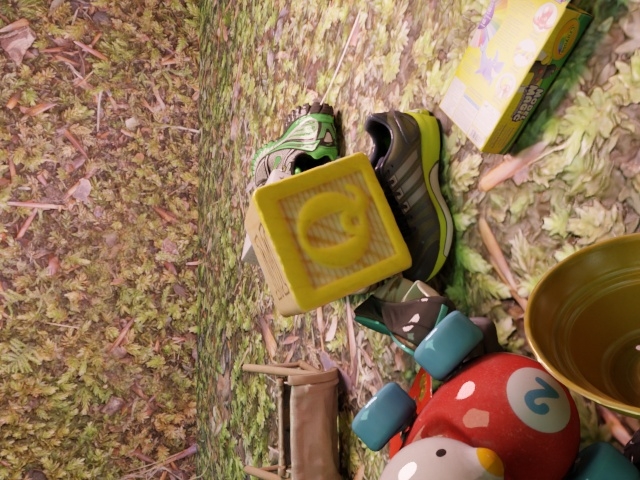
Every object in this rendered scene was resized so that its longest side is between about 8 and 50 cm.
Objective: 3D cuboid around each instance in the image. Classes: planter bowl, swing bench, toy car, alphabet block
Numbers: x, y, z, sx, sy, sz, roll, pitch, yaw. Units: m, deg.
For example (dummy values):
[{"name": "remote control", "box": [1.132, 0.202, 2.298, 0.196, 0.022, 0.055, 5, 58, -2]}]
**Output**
[{"name": "planter bowl", "box": [0.300, 0.090, 0.444, 0.217, 0.217, 0.090, 35, 155, 60]}, {"name": "swing bench", "box": [-0.049, 0.404, 1.122, 0.254, 0.165, 0.253, -10, 79, 58]}, {"name": "toy car", "box": [0.127, 0.206, 0.443, 0.219, 0.238, 0.210, 43, 106, 20]}, {"name": "alphabet block", "box": [0.000, 0.000, 0.821, 0.193, 0.192, 0.197, 66, 165, 5]}]

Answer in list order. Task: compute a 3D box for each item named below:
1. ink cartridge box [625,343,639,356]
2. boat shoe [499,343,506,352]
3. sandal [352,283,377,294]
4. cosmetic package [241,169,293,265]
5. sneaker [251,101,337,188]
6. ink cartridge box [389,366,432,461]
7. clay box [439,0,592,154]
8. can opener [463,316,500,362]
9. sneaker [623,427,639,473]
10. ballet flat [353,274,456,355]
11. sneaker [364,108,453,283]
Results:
[{"name": "ink cartridge box", "box": [0.329, 0.135, 0.503, 0.083, 0.028, 0.048, -149, 64, -61]}, {"name": "boat shoe", "box": [0.209, 0.157, 0.692, 0.223, 0.080, 0.073, -141, 51, -64]}, {"name": "sandal", "box": [0.033, 0.062, 1.053, 0.303, 0.086, 0.120, -35, 57, 59]}, {"name": "cosmetic package", "box": [-0.077, -0.035, 1.178, 0.184, 0.151, 0.151, 128, 154, -53]}, {"name": "sneaker", "box": [-0.071, -0.179, 1.234, 0.343, 0.134, 0.146, -42, 52, 55]}, {"name": "ink cartridge box", "box": [0.071, 0.373, 0.700, 0.308, 0.091, 0.385, 98, -175, -47]}, {"name": "clay box", "box": [0.250, -0.240, 0.667, 0.222, 0.053, 0.127, -66, 33, 36]}, {"name": "can opener", "box": [0.171, 0.236, 0.601, 0.095, 0.076, 0.284, -12, 82, 45]}, {"name": "sneaker", "box": [0.335, 0.296, 0.417, 0.107, 0.124, 0.283, 109, 175, -50]}, {"name": "ballet flat", "box": [0.126, 0.106, 0.744, 0.096, 0.095, 0.280, -64, 11, -5]}, {"name": "sneaker", "box": [0.128, -0.074, 0.828, 0.111, 0.121, 0.300, 148, 119, -60]}]
